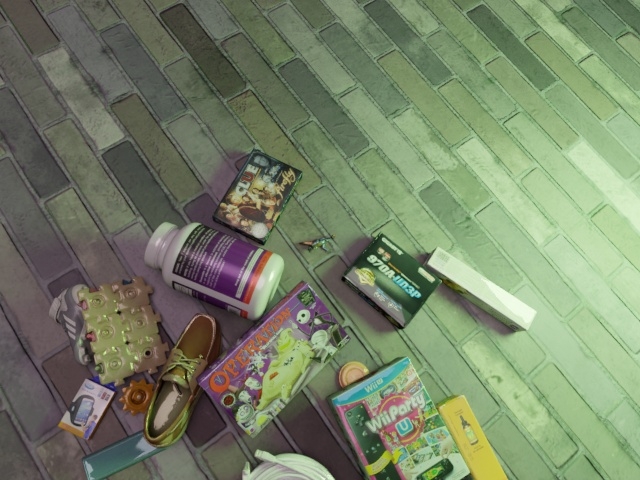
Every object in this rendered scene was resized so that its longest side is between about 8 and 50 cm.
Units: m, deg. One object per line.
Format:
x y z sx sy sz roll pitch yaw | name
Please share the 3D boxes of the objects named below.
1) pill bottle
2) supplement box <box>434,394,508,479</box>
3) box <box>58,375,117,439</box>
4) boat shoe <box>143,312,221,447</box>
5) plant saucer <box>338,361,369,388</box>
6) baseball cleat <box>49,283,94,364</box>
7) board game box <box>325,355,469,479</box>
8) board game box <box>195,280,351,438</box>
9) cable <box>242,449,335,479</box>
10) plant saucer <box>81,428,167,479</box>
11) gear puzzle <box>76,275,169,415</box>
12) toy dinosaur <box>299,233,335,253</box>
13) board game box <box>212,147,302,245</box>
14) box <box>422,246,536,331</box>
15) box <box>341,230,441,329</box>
-0.268 0.068 1.148 0.323 0.181 0.181 22 72 2 | pill bottle
0.370 0.511 1.124 0.078 0.080 0.233 -22 77 -13 | supplement box
-0.561 0.402 1.094 0.081 0.028 0.136 24 73 3 | box
-0.328 0.332 1.084 0.123 0.120 0.324 16 67 -1 | boat shoe
0.089 0.360 1.177 0.083 0.013 0.083 2 72 -6 | plant saucer
-0.623 0.217 1.135 0.109 0.072 0.206 -12 69 5 | baseball cleat
0.182 0.474 1.101 0.224 0.097 0.303 -25 79 -14 | board game box
-0.106 0.290 1.116 0.347 0.056 0.208 -43 106 -16 | board game box
-0.073 0.632 1.037 0.257 0.089 0.257 13 72 -2 | cable
-0.468 0.509 1.074 0.192 0.018 0.067 -22 76 -13 | plant saucer
-0.481 0.266 1.130 0.175 0.044 0.339 -14 80 -32 | gear puzzle
0.000 0.000 1.272 0.090 0.047 0.082 37 54 17 | toy dinosaur
-0.178 -0.128 1.292 0.165 0.042 0.243 26 72 3 | board game box
0.438 0.137 1.256 0.324 0.063 0.067 33 74 5 | box
0.195 0.110 1.247 0.220 0.051 0.175 41 73 8 | box
